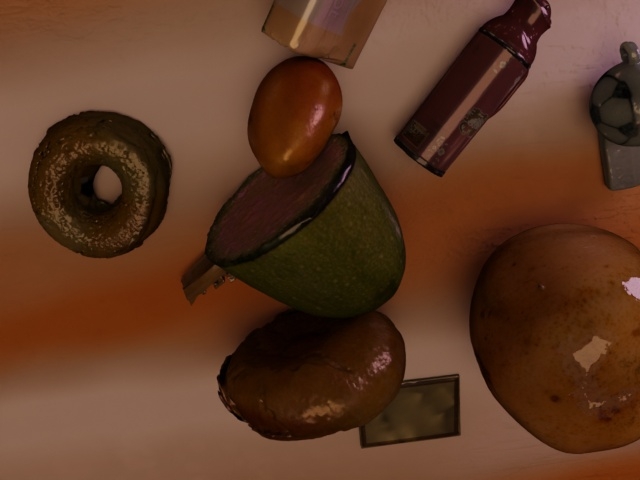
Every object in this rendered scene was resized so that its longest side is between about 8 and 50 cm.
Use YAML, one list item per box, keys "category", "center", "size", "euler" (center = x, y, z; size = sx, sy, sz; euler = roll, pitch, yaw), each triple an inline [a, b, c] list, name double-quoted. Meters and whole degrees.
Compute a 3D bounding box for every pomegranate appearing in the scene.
- category: "pomegranate"
  center: [0.465, 0.162, 1.220]
  size: [0.417, 0.416, 0.416]
  euler: [-2, 115, -4]

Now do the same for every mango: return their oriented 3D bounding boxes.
- category: "mango"
  center: [-0.045, -0.195, 1.083]
  size: [0.138, 0.257, 0.187]
  euler: [39, 107, -19]

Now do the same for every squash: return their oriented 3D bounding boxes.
- category: "squash"
  center: [0.010, 0.025, 1.172]
  size: [0.310, 0.310, 0.309]
  euler: [-34, 117, 11]

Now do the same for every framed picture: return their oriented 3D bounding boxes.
- category: "framed picture"
  center: [0.197, 0.380, 1.502]
  size: [0.232, 0.010, 0.172]
  euler: [-6, 115, -2]

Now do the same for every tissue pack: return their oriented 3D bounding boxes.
- category: "tissue pack"
  center: [0.029, -0.390, 1.052]
  size: [0.186, 0.090, 0.222]
  euler: [0, 127, -54]

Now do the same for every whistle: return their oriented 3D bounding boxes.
- category: "whistle"
  center: [0.554, -0.206, 1.182]
  size: [0.164, 0.163, 0.289]
  euler: [-19, 114, 4]

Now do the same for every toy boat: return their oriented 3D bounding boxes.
- category: "toy boat"
  center: [-0.184, 0.046, 1.293]
  size: [0.206, 0.064, 0.072]
  euler: [-41, 128, 13]

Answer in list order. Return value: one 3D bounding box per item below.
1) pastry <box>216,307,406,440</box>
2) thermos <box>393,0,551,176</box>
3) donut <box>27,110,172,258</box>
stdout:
- category: "pastry"
  center: [-0.011, 0.233, 1.254]
  size: [0.356, 0.356, 0.163]
  euler: [-14, 105, 2]
- category: "thermos"
  center: [0.279, -0.264, 1.158]
  size: [0.136, 0.109, 0.330]
  euler: [32, 108, -17]
- category: "donut"
  center: [-0.388, -0.089, 1.191]
  size: [0.272, 0.107, 0.271]
  euler: [-2, 113, -5]
